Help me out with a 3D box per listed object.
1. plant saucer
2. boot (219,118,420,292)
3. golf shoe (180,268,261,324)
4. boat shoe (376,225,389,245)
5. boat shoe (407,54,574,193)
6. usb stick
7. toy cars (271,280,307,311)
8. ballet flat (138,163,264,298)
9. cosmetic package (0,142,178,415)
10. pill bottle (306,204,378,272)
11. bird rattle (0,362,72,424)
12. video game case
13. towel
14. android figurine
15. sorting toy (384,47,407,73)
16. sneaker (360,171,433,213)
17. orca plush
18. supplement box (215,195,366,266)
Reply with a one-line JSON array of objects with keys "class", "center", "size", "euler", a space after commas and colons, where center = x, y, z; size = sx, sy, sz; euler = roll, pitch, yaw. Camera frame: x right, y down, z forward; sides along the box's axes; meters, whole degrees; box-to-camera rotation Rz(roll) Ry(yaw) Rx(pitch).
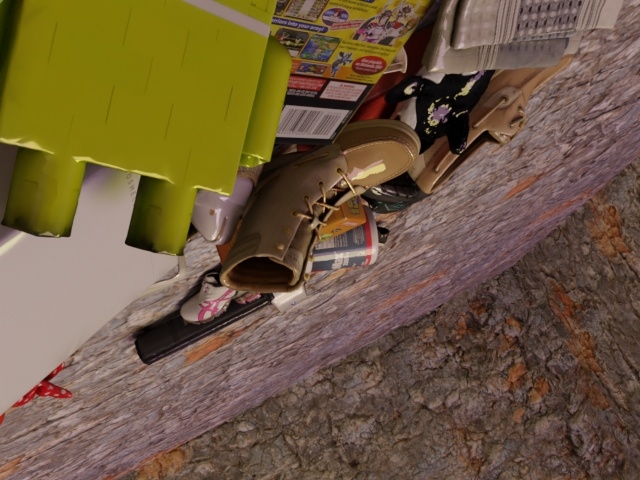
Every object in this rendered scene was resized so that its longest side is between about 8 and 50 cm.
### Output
[{"class": "plant saucer", "center": [0.089, -0.183, 0.975], "size": [0.259, 0.048, 0.258], "euler": [-28, 162, -13]}, {"class": "boot", "center": [-0.002, -0.040, 0.851], "size": [0.261, 0.203, 0.095], "euler": [-14, 131, 27]}, {"class": "golf shoe", "center": [-0.190, 0.089, 1.233], "size": [0.186, 0.067, 0.086], "euler": [-28, 125, 22]}, {"class": "boat shoe", "center": [0.104, -0.015, 1.482], "size": [0.133, 0.049, 0.042], "euler": [4, 113, -53]}, {"class": "boat shoe", "center": [0.291, -0.209, 1.145], "size": [0.341, 0.110, 0.121], "euler": [-37, 163, 12]}, {"class": "usb stick", "center": [-0.221, 0.153, 1.298], "size": [0.278, 0.077, 0.045], "euler": [-26, 121, -8]}, {"class": "toy cars", "center": [-0.020, 0.055, 1.371], "size": [0.176, 0.087, 0.394], "euler": [-16, 157, -42]}, {"class": "ballet flat", "center": [-0.177, -0.018, 0.845], "size": [0.348, 0.123, 0.123], "euler": [-35, 163, 8]}, {"class": "cosmetic package", "center": [-0.300, 0.040, 0.518], "size": [0.385, 0.156, 0.217], "euler": [-43, 163, -26]}, {"class": "pill bottle", "center": [0.000, 0.000, 1.168], "size": [0.180, 0.108, 0.108], "euler": [-7, 157, -11]}, {"class": "bird rattle", "center": [-0.519, 0.248, 1.050], "size": [0.207, 0.143, 0.253], "euler": [-32, -179, 41]}, {"class": "video game case", "center": [-0.031, -0.195, 0.678], "size": [0.274, 0.035, 0.248], "euler": [-6, 146, -42]}, {"class": "towel", "center": [0.269, -0.328, 0.722], "size": [0.312, 0.056, 0.324], "euler": [-19, 140, -38]}, {"class": "android figurine", "center": [-0.121, -0.131, 0.453], "size": [0.248, 0.273, 0.056], "euler": [9, -178, -40]}, {"class": "sorting toy", "center": [0.061, -0.232, 0.803], "size": [0.083, 0.045, 0.075], "euler": [-15, 146, -17]}, {"class": "sneaker", "center": [0.118, -0.086, 1.205], "size": [0.106, 0.101, 0.267], "euler": [-38, 162, 25]}, {"class": "orca plush", "center": [0.143, -0.149, 0.905], "size": [0.287, 0.102, 0.151], "euler": [-41, 161, 26]}, {"class": "supplement box", "center": [-0.050, -0.019, 1.049], "size": [0.233, 0.080, 0.078], "euler": [-28, 166, 27]}]
